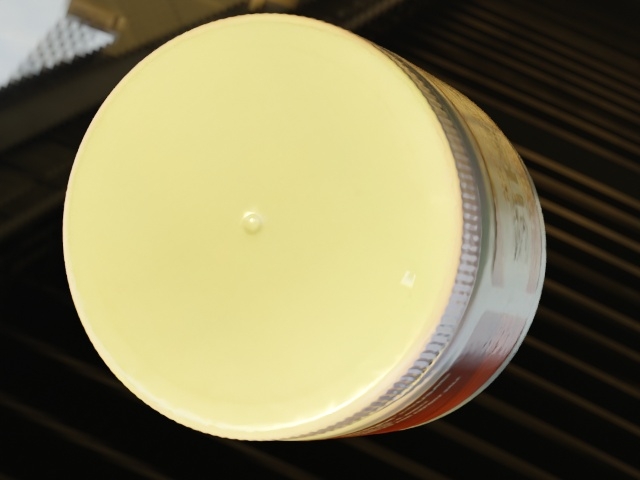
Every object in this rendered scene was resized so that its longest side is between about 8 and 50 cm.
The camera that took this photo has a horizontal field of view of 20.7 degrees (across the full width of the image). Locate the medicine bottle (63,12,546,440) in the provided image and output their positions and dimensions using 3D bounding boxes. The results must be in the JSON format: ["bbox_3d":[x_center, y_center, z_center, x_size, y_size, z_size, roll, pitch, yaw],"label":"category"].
[{"bbox_3d":[0.000,0.000,1.110,0.252,0.252,0.241,30,-173,18],"label":"medicine bottle"}]
